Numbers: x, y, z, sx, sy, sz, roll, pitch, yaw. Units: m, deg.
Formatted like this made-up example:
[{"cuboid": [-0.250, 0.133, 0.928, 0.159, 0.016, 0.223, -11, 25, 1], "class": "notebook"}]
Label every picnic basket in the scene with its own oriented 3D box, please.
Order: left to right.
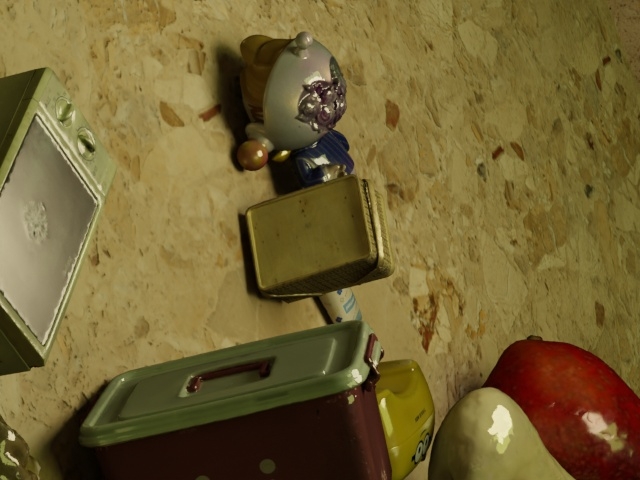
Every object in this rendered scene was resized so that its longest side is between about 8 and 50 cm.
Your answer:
[{"cuboid": [0.000, 0.000, 2.052, 0.079, 0.164, 0.115, 34, 45, -62], "class": "picnic basket"}]

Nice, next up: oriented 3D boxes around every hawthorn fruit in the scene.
[{"cuboid": [0.320, 0.258, 2.390, 0.265, 0.265, 0.307, 34, 35, -50], "class": "hawthorn fruit"}]

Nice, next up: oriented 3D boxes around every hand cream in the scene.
[{"cuboid": [0.008, 0.048, 2.165, 0.171, 0.043, 0.065, 64, 30, -25], "class": "hand cream"}]

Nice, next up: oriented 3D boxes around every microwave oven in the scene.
[{"cuboid": [-0.303, -0.006, 1.482, 0.145, 0.194, 0.240, 57, 31, -35], "class": "microwave oven"}]

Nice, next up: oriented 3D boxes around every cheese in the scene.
[{"cuboid": [0.272, 0.352, 2.167, 0.328, 0.129, 0.351, 2, 97, -34], "class": "cheese"}]

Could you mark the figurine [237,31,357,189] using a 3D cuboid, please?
[{"cuboid": [-0.019, -0.123, 2.137, 0.194, 0.133, 0.274, -23, 109, -51], "class": "figurine"}]

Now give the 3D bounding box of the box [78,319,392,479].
[{"cuboid": [-0.069, 0.201, 1.677, 0.193, 0.294, 0.167, -72, 148, -74], "class": "box"}]

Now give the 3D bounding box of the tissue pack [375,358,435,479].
[{"cuboid": [0.064, 0.224, 2.074, 0.178, 0.123, 0.127, -33, 115, -66], "class": "tissue pack"}]

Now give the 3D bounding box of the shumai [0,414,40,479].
[{"cuboid": [-0.290, 0.195, 1.431, 0.175, 0.166, 0.206, -60, 152, -65], "class": "shumai"}]
